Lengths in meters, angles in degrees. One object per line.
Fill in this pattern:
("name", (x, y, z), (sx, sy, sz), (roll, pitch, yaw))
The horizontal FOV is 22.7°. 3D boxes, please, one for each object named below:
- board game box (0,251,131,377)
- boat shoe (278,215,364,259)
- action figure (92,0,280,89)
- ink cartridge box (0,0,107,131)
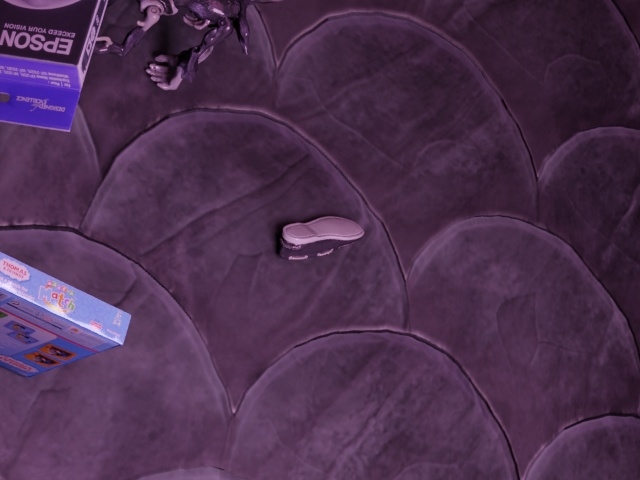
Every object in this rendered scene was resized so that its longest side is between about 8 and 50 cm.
("board game box", (-0.311, 0.078, 1.600), (0.160, 0.211, 0.039), (28, 61, -27))
("boat shoe", (0.000, 0.000, 1.962), (0.125, 0.038, 0.046), (-11, 42, -43))
("action figure", (-0.186, -0.266, 1.840), (0.275, 0.141, 0.164), (-11, 81, -24))
("ink cartridge box", (-0.339, -0.227, 1.696), (0.206, 0.045, 0.208), (8, 67, 10))
